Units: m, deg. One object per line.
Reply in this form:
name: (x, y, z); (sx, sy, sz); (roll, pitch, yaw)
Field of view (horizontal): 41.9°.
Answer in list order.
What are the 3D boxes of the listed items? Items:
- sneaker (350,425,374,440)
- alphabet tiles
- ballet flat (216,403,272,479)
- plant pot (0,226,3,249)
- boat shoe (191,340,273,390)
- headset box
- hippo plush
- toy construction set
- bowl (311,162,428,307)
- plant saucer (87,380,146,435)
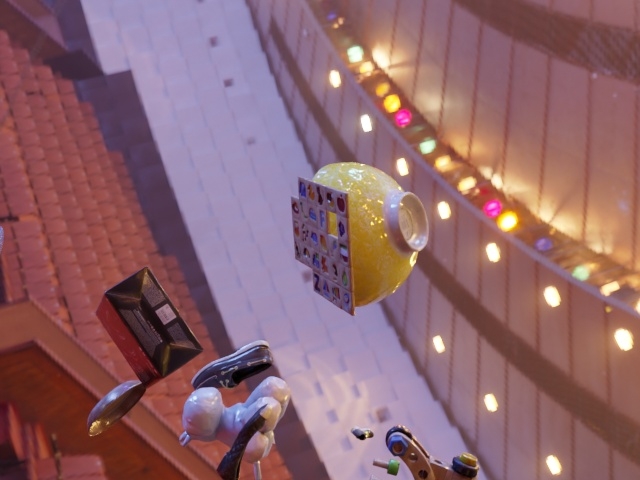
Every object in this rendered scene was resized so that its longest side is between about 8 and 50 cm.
sneaker: (0.117, 0.536, 2.298); (0.031, 0.083, 0.035); (-53, -139, 19)
alphabet tiles: (0.000, 0.000, 1.396); (0.237, 0.009, 0.198); (-153, -124, -64)
ballet flat: (-0.139, 0.390, 1.617); (0.049, 0.173, 0.057); (33, 6, 6)
plant pot: (-0.569, -0.028, 1.153); (0.212, 0.236, 0.236); (69, -14, -14)
boat shoe: (-0.226, 0.339, 2.146); (0.081, 0.228, 0.068); (52, 9, -52)
headset box: (-0.385, 0.202, 1.842); (0.218, 0.110, 0.293); (56, -24, 1)
hippo plush: (-0.219, 0.430, 2.091); (0.294, 0.237, 0.234); (98, 13, -65)
toy construction set: (0.225, 0.546, 1.783); (0.309, 0.237, 0.257); (97, 8, -72)
bowl: (0.113, -0.023, 1.616); (0.156, 0.289, 0.289); (-12, -84, 35)
plant saucer: (-0.541, 0.432, 2.200); (0.036, 0.198, 0.198); (44, -26, 12)
